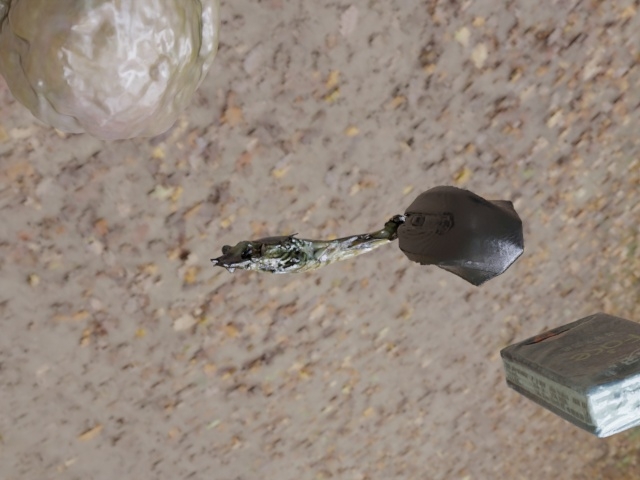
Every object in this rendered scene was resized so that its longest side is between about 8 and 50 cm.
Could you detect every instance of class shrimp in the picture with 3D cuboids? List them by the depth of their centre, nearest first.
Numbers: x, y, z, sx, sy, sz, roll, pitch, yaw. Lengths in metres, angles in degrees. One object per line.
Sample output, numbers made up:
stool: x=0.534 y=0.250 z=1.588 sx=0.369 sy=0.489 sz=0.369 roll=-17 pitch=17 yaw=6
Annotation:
shrimp: x=0.000 y=0.000 z=1.184 sx=0.198 sy=0.051 sz=0.262 roll=-22 pitch=167 yaw=35

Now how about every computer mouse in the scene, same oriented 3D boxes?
computer mouse: x=0.141 y=-0.011 z=1.038 sx=0.057 sy=0.172 sz=0.099 roll=22 pitch=86 yaw=-44

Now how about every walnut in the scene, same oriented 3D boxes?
walnut: x=-0.226 y=-0.235 z=1.028 sx=0.248 sy=0.248 sz=0.248 roll=-28 pitch=150 yaw=-17

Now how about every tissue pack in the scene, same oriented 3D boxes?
tissue pack: x=0.470 y=0.215 z=1.615 sx=0.228 sy=0.103 sz=0.316 roll=-19 pitch=-169 yaw=-12
